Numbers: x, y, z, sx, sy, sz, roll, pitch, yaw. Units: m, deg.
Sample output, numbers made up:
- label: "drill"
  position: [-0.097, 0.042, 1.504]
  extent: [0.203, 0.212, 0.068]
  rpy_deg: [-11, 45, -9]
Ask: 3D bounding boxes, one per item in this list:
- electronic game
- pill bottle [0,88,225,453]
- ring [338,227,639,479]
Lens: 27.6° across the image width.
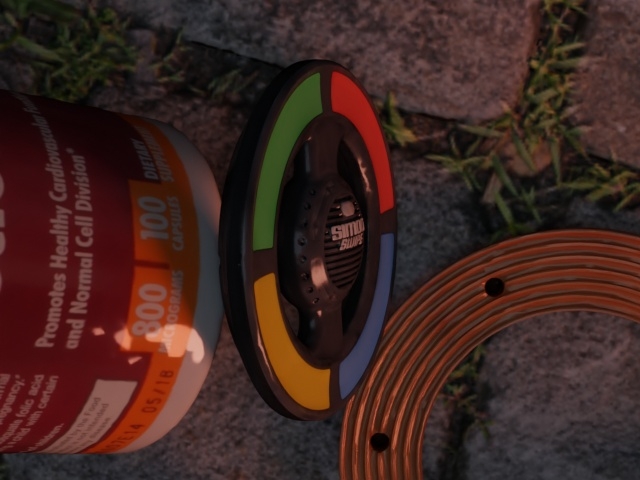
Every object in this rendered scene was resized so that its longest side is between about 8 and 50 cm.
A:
- label: "electronic game"
  position: [0.000, 0.000, 0.828]
  extent: [0.048, 0.229, 0.229]
  rpy_deg: [2, 100, 26]
- label: "pill bottle"
  position: [-0.269, 0.008, 0.738]
  extent: [0.392, 0.224, 0.224]
  rpy_deg: [8, 101, -38]
- label: "ring"
  position: [0.181, 0.155, 0.942]
  extent: [0.337, 0.032, 0.336]
  rpy_deg: [0, 98, 2]
